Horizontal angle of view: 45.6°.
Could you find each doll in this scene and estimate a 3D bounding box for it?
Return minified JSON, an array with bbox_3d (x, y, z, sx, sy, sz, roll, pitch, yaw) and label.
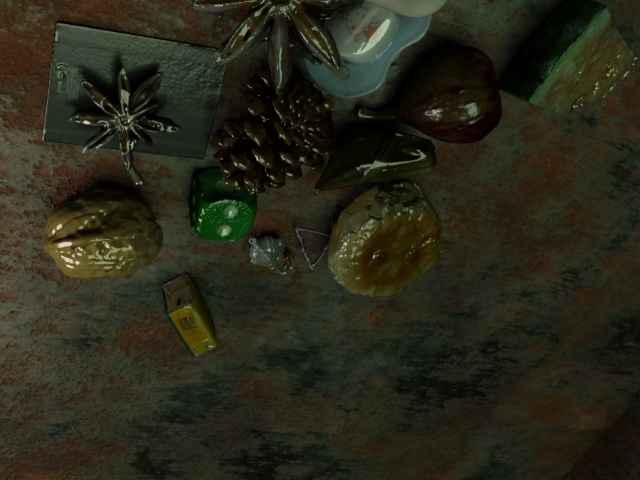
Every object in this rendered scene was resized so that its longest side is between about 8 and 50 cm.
[{"bbox_3d":[-0.118,0.036,1.858,0.094,0.079,0.180,-36,143,9],"label":"doll"}]

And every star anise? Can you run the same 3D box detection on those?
[{"bbox_3d":[-0.074,-0.436,1.396,0.331,0.332,0.117,-24,176,-1],"label":"star anise"},{"bbox_3d":[-0.385,-0.231,1.502,0.209,0.089,0.231,15,115,-17],"label":"star anise"}]

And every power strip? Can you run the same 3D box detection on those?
[{"bbox_3d":[0.132,-0.367,1.663,0.083,0.017,0.027,-14,130,-11],"label":"power strip"}]

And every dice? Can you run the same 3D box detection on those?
[{"bbox_3d":[-0.218,-0.079,1.684,0.130,0.128,0.120,0,129,-24],"label":"dice"}]

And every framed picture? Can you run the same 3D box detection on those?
[{"bbox_3d":[-0.370,-0.291,1.531,0.338,0.014,0.255,3,125,-24],"label":"framed picture"}]

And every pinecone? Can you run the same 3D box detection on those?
[{"bbox_3d":[-0.095,-0.222,1.559,0.309,0.244,0.244,-32,134,28],"label":"pinecone"}]

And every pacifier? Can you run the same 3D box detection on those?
[{"bbox_3d":[0.094,-0.416,1.524,0.287,0.238,0.226,-51,159,9],"label":"pacifier"}]

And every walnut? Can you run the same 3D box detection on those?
[{"bbox_3d":[-0.459,-0.014,1.605,0.244,0.198,0.198,-13,131,-15],"label":"walnut"}]

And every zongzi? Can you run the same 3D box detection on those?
[{"bbox_3d":[0.123,-0.159,1.641,0.220,0.242,0.112,9,127,21],"label":"zongzi"}]

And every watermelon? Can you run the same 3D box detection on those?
[{"bbox_3d":[0.551,-0.405,1.733,0.302,0.151,0.264,15,119,-51],"label":"watermelon"}]

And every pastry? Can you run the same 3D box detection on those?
[{"bbox_3d":[0.156,0.003,1.886,0.329,0.136,0.330,-15,134,-17],"label":"pastry"}]

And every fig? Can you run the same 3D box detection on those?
[{"bbox_3d":[0.231,-0.306,1.673,0.320,0.217,0.217,-6,135,19],"label":"fig"}]

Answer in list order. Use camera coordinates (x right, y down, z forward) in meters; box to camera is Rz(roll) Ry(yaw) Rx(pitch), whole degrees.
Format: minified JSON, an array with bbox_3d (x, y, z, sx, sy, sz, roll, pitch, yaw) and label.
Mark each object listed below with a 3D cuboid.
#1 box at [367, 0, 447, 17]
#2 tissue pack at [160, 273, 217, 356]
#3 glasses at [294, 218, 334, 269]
[{"bbox_3d":[0.121,-0.580,1.314,0.288,0.141,0.349,13,82,-30],"label":"box"},{"bbox_3d":[-0.319,0.183,1.863,0.082,0.120,0.169,-22,131,-1],"label":"tissue pack"},{"bbox_3d":[0.000,0.000,1.880,0.103,0.062,0.140,-22,133,-6],"label":"glasses"}]
